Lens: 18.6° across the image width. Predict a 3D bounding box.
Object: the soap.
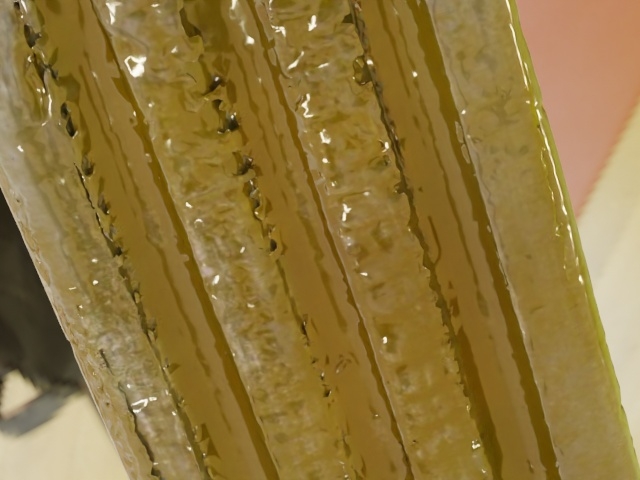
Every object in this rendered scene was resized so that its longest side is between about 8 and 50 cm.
[{"bbox_3d":[0.000,0.000,0.645,0.173,0.089,0.274,-17,119,2],"label":"soap"}]
